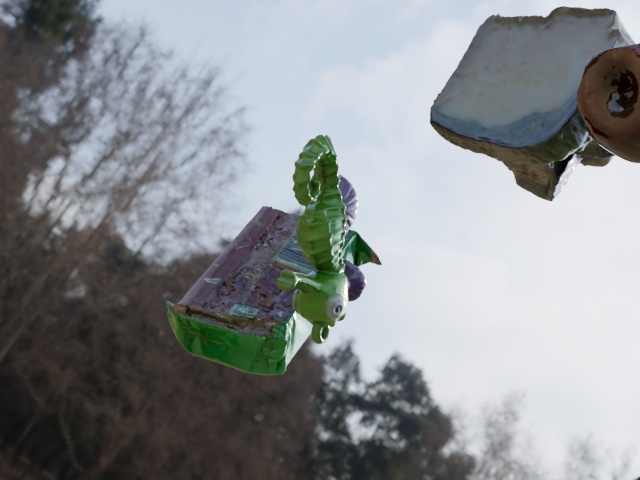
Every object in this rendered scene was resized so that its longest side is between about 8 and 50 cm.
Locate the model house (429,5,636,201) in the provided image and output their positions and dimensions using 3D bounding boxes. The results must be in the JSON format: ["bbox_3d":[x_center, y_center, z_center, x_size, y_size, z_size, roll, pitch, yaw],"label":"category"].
[{"bbox_3d":[0.375,-0.180,1.741,0.284,0.243,0.298,33,-6,-34],"label":"model house"}]

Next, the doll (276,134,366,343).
[{"bbox_3d":[0.000,0.000,1.020,0.050,0.190,0.115,7,18,24],"label":"doll"}]

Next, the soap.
[{"bbox_3d":[-0.065,0.064,1.653,0.218,0.273,0.098,14,-49,21],"label":"soap"}]

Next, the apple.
[{"bbox_3d":[0.393,-0.161,1.341,0.158,0.156,0.147,-1,41,-39],"label":"apple"}]

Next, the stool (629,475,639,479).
[{"bbox_3d":[0.310,0.345,1.004,0.297,0.297,0.330,32,-14,7],"label":"stool"}]
